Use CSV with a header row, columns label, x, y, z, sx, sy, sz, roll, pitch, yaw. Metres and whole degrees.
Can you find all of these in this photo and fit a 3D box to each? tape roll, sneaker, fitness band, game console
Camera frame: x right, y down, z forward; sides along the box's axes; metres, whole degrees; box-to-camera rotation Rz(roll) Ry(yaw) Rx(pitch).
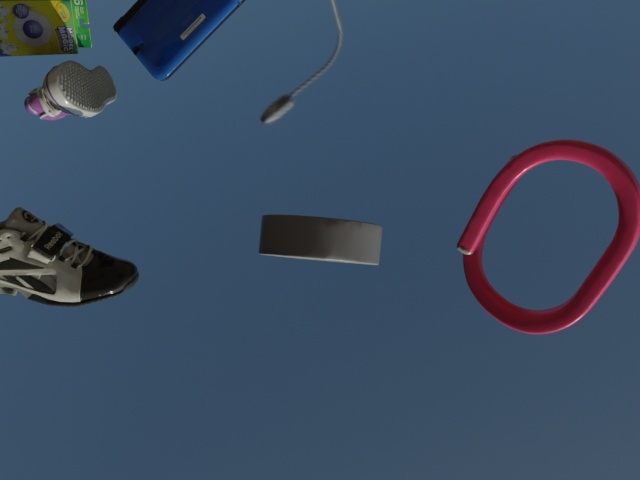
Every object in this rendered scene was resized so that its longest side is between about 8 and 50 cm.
label,x,y,z,sx,sy,sz,roll,pitch,yaw
tape roll,0.000,0.000,1.227,0.219,0.219,0.072,5,-92,22
sneaker,-0.480,0.020,1.169,0.330,0.146,0.122,6,-153,-3
fitness band,0.316,-0.003,0.959,0.209,0.291,0.054,35,-151,20
sneaker,-0.503,-0.268,1.307,0.161,0.102,0.282,-17,-169,2
game console,-0.315,-0.542,1.570,0.293,0.173,0.250,-41,-95,15

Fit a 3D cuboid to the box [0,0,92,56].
label,x,y,z,sx,sy,sz,roll,pitch,yaw
box,-0.523,-0.399,1.267,0.179,0.105,0.043,-8,-145,-15
